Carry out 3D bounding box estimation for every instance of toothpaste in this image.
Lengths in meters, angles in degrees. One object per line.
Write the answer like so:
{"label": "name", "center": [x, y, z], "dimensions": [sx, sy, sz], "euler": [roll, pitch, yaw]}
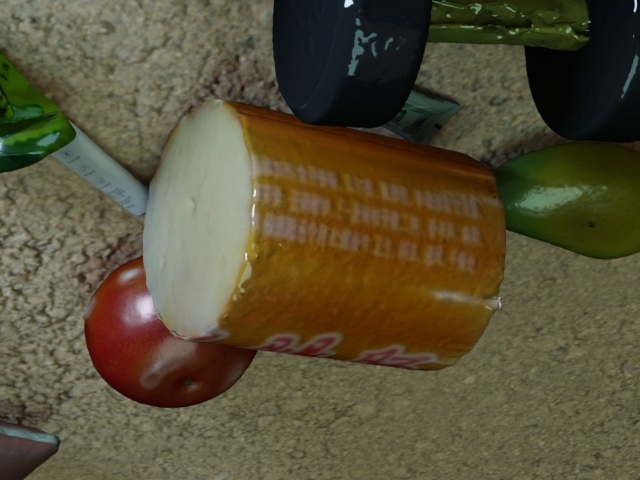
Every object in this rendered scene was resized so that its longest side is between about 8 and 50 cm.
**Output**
{"label": "toothpaste", "center": [-0.215, -0.069, 1.383], "dimensions": [0.048, 0.031, 0.190], "euler": [-27, 138, 20]}
{"label": "toothpaste", "center": [0.044, -0.140, 1.376], "dimensions": [0.218, 0.041, 0.064], "euler": [17, 127, -40]}

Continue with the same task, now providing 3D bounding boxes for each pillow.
{"label": "pillow", "center": [-0.420, 0.255, 1.684], "dimensions": [0.179, 0.075, 0.171], "euler": [18, 132, -35]}

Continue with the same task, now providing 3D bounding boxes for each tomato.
{"label": "tomato", "center": [-0.154, 0.099, 1.527], "dimensions": [0.195, 0.136, 0.195], "euler": [-10, 142, -8]}

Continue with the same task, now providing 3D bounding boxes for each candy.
{"label": "candy", "center": [-0.316, -0.147, 1.217], "dimensions": [0.149, 0.069, 0.246], "euler": [-12, 148, 5]}

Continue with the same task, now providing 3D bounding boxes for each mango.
{"label": "mango", "center": [0.285, -0.047, 1.532], "dimensions": [0.237, 0.091, 0.137], "euler": [13, 129, -32]}

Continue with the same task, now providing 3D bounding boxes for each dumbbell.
{"label": "dumbbell", "center": [0.136, -0.191, 1.204], "dimensions": [0.322, 0.204, 0.204], "euler": [1, 140, -19]}

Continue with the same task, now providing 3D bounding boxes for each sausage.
{"label": "sausage", "center": [0.000, 0.000, 1.380], "dimensions": [0.287, 0.233, 0.233], "euler": [12, 135, -30]}
